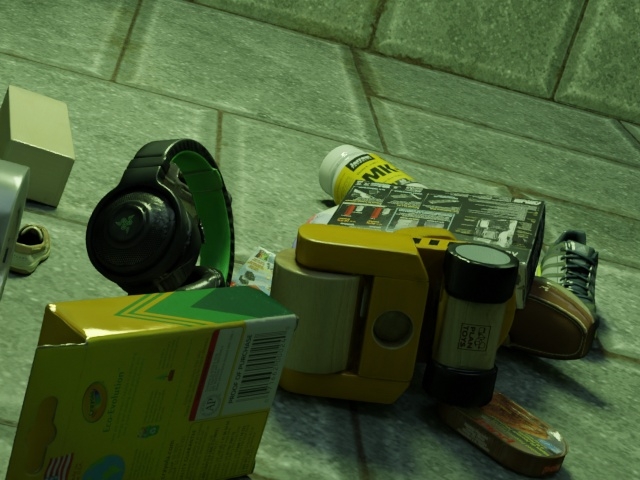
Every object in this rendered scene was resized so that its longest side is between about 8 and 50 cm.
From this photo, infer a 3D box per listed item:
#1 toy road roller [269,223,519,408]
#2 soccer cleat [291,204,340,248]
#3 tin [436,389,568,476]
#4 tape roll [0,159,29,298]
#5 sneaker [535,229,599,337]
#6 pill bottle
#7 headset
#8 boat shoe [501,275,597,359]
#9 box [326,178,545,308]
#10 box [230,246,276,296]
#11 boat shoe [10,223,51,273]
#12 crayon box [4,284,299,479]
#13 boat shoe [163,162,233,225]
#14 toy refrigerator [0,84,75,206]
[{"bbox_3d":[0.091,0.077,1.732,0.329,0.203,0.240,6,18,-8],"label":"toy road roller"},{"bbox_3d":[0.000,0.000,2.118,0.095,0.083,0.248,-9,14,27],"label":"soccer cleat"},{"bbox_3d":[0.230,0.241,1.702,0.106,0.040,0.189,1,24,-47],"label":"tin"},{"bbox_3d":[-0.395,0.012,1.522,0.072,0.219,0.219,15,20,-10],"label":"tape roll"},{"bbox_3d":[0.407,0.067,2.179,0.111,0.121,0.300,15,20,-4],"label":"sneaker"},{"bbox_3d":[0.095,-0.084,2.331,0.119,0.119,0.208,-1,26,-40],"label":"pill bottle"},{"bbox_3d":[-0.169,0.044,1.620,0.185,0.243,0.394,-3,44,21],"label":"headset"},{"bbox_3d":[0.248,0.104,1.983,0.324,0.123,0.120,20,24,33],"label":"boat shoe"},{"bbox_3d":[0.170,0.000,1.972,0.307,0.077,0.242,7,25,12],"label":"box"},{"bbox_3d":[-0.055,0.073,1.851,0.137,0.027,0.094,25,57,21],"label":"box"},{"bbox_3d":[-0.393,0.002,1.806,0.050,0.045,0.135,15,20,-7],"label":"boat shoe"},{"bbox_3d":[-0.185,0.158,1.332,0.318,0.202,0.081,-3,27,-45],"label":"crayon box"},{"bbox_3d":[-0.204,-0.086,2.125,0.102,0.092,0.285,6,23,-28],"label":"boat shoe"},{"bbox_3d":[-0.457,-0.150,2.095,0.102,0.094,0.269,17,19,-21],"label":"toy refrigerator"}]
